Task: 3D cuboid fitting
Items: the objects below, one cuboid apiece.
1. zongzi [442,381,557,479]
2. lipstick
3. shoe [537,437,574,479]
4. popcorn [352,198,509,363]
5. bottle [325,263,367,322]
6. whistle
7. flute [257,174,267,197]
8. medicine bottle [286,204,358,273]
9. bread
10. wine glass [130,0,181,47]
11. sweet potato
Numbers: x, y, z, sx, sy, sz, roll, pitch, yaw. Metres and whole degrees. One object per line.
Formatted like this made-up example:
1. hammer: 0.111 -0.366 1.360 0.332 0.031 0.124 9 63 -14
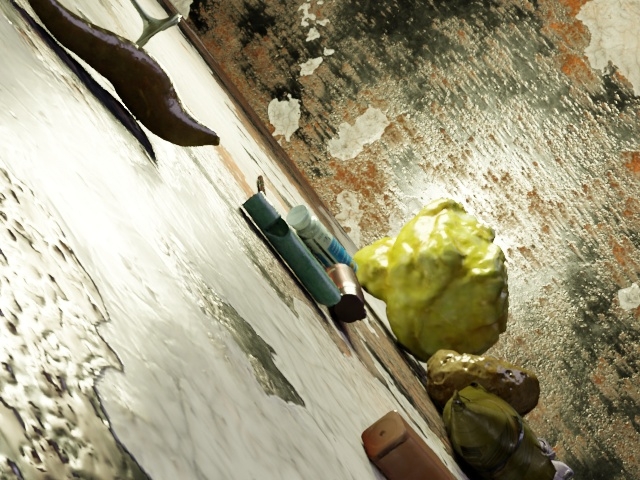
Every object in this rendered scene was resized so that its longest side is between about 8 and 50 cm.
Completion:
1. zongzi: 0.242 0.284 1.434 0.289 0.123 0.260 46 2 -27
2. lipstick: 0.099 0.226 0.810 0.145 0.045 0.045 50 3 -24
3. shoe: 0.373 0.412 1.621 0.095 0.138 0.245 55 2 -30
4. popcorn: 0.254 0.107 1.861 0.334 0.292 0.293 59 -20 16
5. bottle: 0.037 0.082 1.292 0.060 0.060 0.164 51 5 -12
6. whistle: -0.038 0.014 1.170 0.186 0.039 0.039 53 4 -4
7. flute: -0.101 -0.087 1.492 0.014 0.014 0.269 51 4 -14
8. medicine bottle: 0.005 0.008 1.604 0.191 0.051 0.051 50 5 -39
9. bread: 0.315 0.295 1.703 0.230 0.122 0.230 13 -9 2
10. wine glass: -0.286 -0.372 1.231 0.183 0.122 0.122 53 4 -20
11. sweet potato: -0.200 -0.174 0.873 0.249 0.059 0.069 44 21 -38
